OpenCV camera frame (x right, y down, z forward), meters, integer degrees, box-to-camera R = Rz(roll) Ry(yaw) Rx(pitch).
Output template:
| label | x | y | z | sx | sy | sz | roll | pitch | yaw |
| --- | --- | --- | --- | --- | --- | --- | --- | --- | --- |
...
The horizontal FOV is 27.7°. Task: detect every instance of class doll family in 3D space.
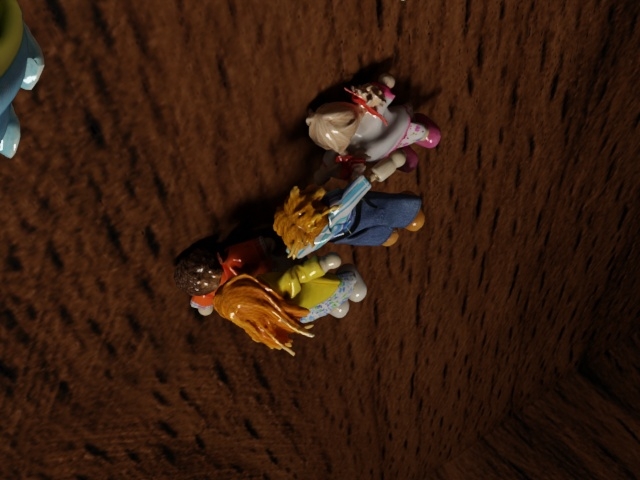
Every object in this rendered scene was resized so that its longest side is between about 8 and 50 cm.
| label | x | y | z | sx | sy | sz | roll | pitch | yaw |
| --- | --- | --- | --- | --- | --- | --- | --- | --- | --- |
| doll family | 0.000 | 0.000 | 1.001 | 0.263 | 0.118 | 0.163 | -48 | 155 | 24 |

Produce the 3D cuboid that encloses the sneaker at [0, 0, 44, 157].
| label | x | y | z | sx | sy | sz | roll | pitch | yaw |
| --- | --- | --- | --- | --- | --- | --- | --- | --- | --- |
| sneaker | -0.184 | -0.046 | 0.526 | 0.127 | 0.319 | 0.208 | 13 | 107 | -23 |
